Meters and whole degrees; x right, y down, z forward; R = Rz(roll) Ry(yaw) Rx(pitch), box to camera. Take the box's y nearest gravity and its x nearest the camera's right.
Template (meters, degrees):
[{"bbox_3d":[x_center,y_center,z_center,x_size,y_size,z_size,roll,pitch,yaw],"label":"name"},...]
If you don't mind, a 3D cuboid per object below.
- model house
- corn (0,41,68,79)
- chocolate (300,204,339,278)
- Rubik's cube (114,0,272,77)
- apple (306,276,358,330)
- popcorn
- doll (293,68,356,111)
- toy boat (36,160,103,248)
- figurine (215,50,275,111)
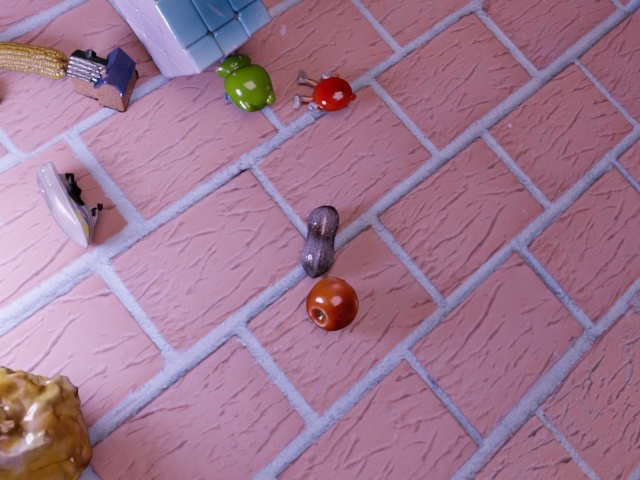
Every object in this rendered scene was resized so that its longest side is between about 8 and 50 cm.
[{"bbox_3d":[-0.687,-0.532,1.907,0.183,0.172,0.166,14,73,-7],"label":"model house"},{"bbox_3d":[-0.948,-0.572,1.909,0.291,0.101,0.101,5,73,-6],"label":"corn"},{"bbox_3d":[0.000,0.000,1.929,0.110,0.110,0.248,10,71,-9],"label":"chocolate"},{"bbox_3d":[-0.404,-0.730,1.891,0.316,0.319,0.322,-41,119,-20],"label":"Rubik's cube"},{"bbox_3d":[0.035,0.197,1.850,0.139,0.163,0.163,-35,83,-30],"label":"apple"},{"bbox_3d":[-0.769,0.504,1.509,0.344,0.354,0.390,-19,121,-37],"label":"popcorn"},{"bbox_3d":[0.021,-0.517,2.102,0.217,0.085,0.183,7,70,8],"label":"doll"},{"bbox_3d":[-0.737,-0.105,1.795,0.141,0.141,0.269,-41,87,-20],"label":"toy boat"},{"bbox_3d":[-0.260,-0.539,2.024,0.162,0.143,0.263,-24,69,-23],"label":"figurine"}]
